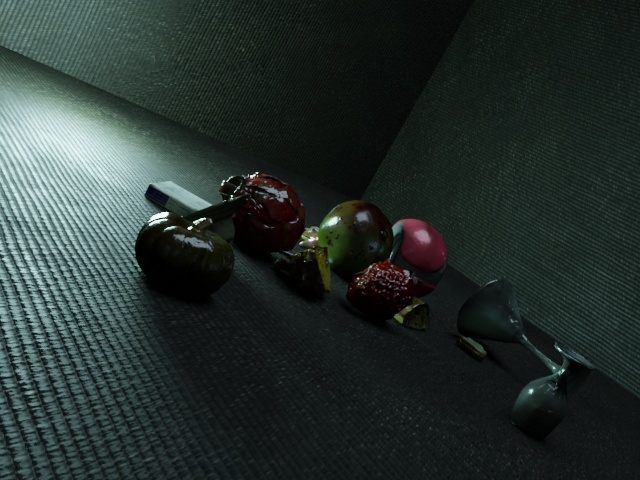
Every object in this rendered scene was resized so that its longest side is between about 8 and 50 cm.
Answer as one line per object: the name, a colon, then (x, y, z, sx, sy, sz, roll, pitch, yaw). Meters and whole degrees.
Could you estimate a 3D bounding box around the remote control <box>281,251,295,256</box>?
remote control: (-0.110, 0.038, 2.076, 0.091, 0.016, 0.034, 25, 16, -18)

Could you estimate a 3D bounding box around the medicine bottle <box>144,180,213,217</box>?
medicine bottle: (-0.404, -0.113, 1.913, 0.201, 0.052, 0.171, 29, 11, 3)

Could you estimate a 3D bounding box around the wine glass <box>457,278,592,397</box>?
wine glass: (0.696, 0.345, 2.159, 0.267, 0.267, 0.406, 19, 19, -45)

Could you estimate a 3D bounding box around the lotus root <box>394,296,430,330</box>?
lotus root: (0.286, 0.222, 2.063, 0.135, 0.095, 0.159, 32, 5, 31)

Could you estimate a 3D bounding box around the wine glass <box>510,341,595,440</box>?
wine glass: (0.605, 0.398, 1.669, 0.126, 0.241, 0.126, 27, 11, -6)

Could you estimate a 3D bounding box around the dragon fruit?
dragon fruit: (-0.180, -0.080, 1.906, 0.299, 0.244, 0.244, 33, 8, -29)

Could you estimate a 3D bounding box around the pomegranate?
pomegranate: (0.094, 0.014, 2.237, 0.290, 0.323, 0.290, 51, 21, -29)

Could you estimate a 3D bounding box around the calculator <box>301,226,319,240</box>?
calculator: (0.000, 0.000, 2.503, 0.157, 0.033, 0.236, 32, 13, 8)

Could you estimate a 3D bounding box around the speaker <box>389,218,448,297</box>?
speaker: (0.331, 0.061, 2.329, 0.294, 0.294, 0.294, 28, 11, -6)

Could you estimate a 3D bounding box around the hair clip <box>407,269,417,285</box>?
hair clip: (0.234, 0.140, 2.083, 0.146, 0.075, 0.257, 11, -15, -4)

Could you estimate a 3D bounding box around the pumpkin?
pumpkin: (-0.280, 0.019, 1.344, 0.219, 0.162, 0.219, 30, 6, -4)

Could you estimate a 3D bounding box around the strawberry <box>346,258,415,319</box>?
strawberry: (0.170, 0.155, 1.890, 0.202, 0.184, 0.187, -10, 32, -34)

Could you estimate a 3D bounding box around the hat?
hat: (-0.281, -0.033, 1.661, 0.252, 0.252, 0.109, -45, 116, -79)

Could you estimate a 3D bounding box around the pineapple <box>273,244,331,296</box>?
pineapple: (-0.049, 0.098, 1.803, 0.164, 0.139, 0.250, -11, -5, -1)

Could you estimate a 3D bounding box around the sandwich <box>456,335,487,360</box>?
sandwich: (0.516, 0.365, 2.138, 0.093, 0.035, 0.105, 19, 15, -46)
